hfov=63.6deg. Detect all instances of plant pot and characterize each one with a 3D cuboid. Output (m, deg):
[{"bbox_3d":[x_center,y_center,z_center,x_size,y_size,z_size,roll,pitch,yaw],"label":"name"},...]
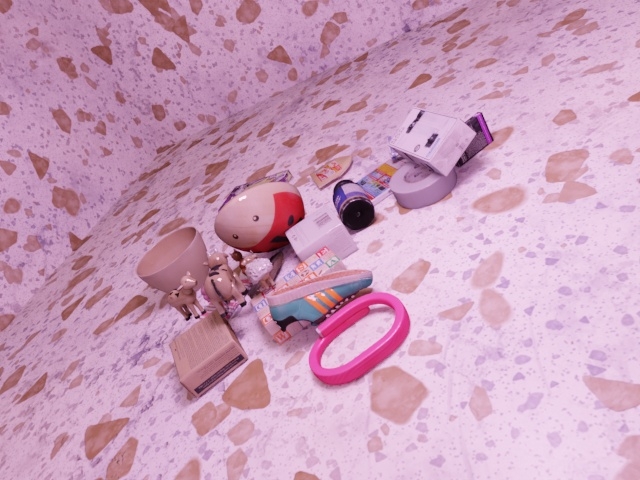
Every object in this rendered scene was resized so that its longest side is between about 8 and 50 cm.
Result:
[{"bbox_3d":[-0.553,0.107,2.045,0.284,0.191,0.284,-24,29,15],"label":"plant pot"}]

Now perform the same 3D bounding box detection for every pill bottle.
[{"bbox_3d":[0.110,-0.135,1.825,0.123,0.122,0.219,-30,28,6],"label":"pill bottle"}]

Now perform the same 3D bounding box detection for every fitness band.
[{"bbox_3d":[0.094,0.247,1.330,0.291,0.054,0.209,-37,29,-4],"label":"fitness band"}]

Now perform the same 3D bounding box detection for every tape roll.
[{"bbox_3d":[0.346,-0.202,1.745,0.219,0.072,0.219,-24,31,16],"label":"tape roll"}]

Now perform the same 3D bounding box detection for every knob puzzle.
[{"bbox_3d":[0.059,-0.301,2.225,0.213,0.030,0.213,-25,29,15],"label":"knob puzzle"}]

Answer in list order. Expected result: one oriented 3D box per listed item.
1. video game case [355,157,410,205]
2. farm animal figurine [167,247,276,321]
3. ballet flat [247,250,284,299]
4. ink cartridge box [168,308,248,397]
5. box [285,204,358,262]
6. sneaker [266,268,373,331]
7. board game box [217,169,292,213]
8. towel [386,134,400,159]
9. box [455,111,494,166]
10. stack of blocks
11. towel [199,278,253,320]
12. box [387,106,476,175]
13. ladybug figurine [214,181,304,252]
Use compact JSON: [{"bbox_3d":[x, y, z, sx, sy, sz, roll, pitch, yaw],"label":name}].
[{"bbox_3d":[0.266,-0.246,1.940,0.285,0.025,0.204,-35,29,-4],"label":"video game case"},{"bbox_3d":[-0.335,0.126,1.650,0.330,0.172,0.327,-34,18,-13],"label":"farm animal figurine"},{"bbox_3d":[-0.179,0.126,1.796,0.084,0.058,0.249,-36,17,34],"label":"ballet flat"},{"bbox_3d":[-0.349,0.340,1.590,0.193,0.088,0.235,-37,29,-8],"label":"ink cartridge box"},{"bbox_3d":[0.000,0.000,1.731,0.182,0.119,0.181,-34,29,0],"label":"box"},{"bbox_3d":[0.009,0.165,1.437,0.302,0.121,0.108,-16,7,-2],"label":"sneaker"},{"bbox_3d":[-0.313,-0.223,2.463,0.347,0.056,0.208,-13,39,32],"label":"board game box"},{"bbox_3d":[0.396,-0.399,2.003,0.285,0.034,0.209,-17,28,11],"label":"towel"},{"bbox_3d":[0.504,-0.343,1.757,0.162,0.116,0.029,-39,27,-10],"label":"box"},{"bbox_3d":[-0.051,0.160,1.570,0.297,0.087,0.171,-37,29,-6],"label":"stack of blocks"},{"bbox_3d":[-0.330,0.214,1.834,0.144,0.029,0.197,-2,43,43],"label":"towel"},{"bbox_3d":[0.359,-0.334,1.712,0.169,0.087,0.290,-56,28,8],"label":"box"},{"bbox_3d":[-0.188,-0.066,1.836,0.305,0.162,0.449,-43,-14,20],"label":"ladybug figurine"}]
